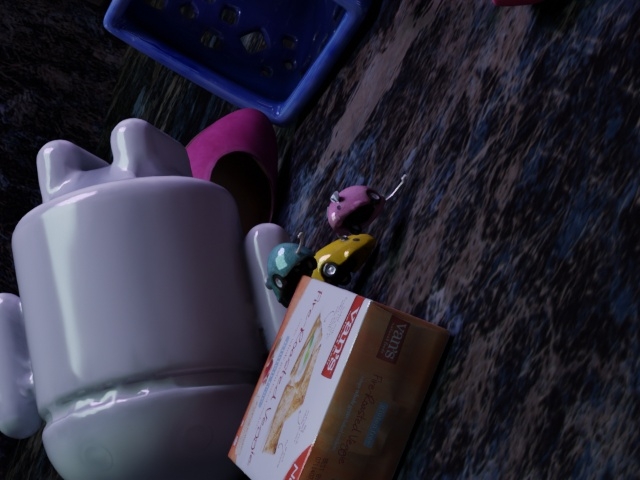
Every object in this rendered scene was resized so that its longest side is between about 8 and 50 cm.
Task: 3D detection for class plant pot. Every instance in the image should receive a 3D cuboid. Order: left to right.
[{"bbox_3d":[-0.063,-0.300,2.051,0.236,0.236,0.212,-51,14,51],"label":"plant pot"}]

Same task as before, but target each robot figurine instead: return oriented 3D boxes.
[{"bbox_3d":[-0.151,0.079,1.674,0.200,0.300,0.353,26,-128,-67],"label":"robot figurine"}]

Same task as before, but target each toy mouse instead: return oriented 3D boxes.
[{"bbox_3d":[0.000,0.000,1.539,0.161,0.031,0.143,-49,-23,9],"label":"toy mouse"}]

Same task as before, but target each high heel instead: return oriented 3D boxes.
[{"bbox_3d":[-0.064,-0.014,1.922,0.181,0.127,0.377,-22,37,36],"label":"high heel"}]

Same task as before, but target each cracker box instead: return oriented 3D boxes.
[{"bbox_3d":[0.007,0.114,1.407,0.155,0.067,0.232,-68,13,-2],"label":"cracker box"}]

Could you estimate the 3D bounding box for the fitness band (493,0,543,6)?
[{"bbox_3d":[0.125,-0.310,1.375,0.209,0.054,0.290,-91,-5,-74],"label":"fitness band"}]
